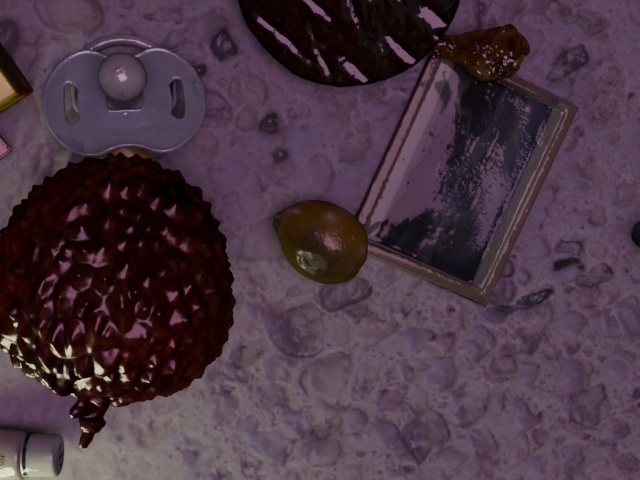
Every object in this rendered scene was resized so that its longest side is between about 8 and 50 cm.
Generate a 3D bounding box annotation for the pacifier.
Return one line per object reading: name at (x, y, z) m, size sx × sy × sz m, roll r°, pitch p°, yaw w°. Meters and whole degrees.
pacifier at (-0.340, -0.269, 1.729) m, size 0.287 × 0.226 × 0.238 m, roll 0°, pitch 80°, yaw -12°

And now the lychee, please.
lychee at (-0.348, 0.099, 1.677) m, size 0.424 × 0.424 × 0.500 m, roll 4°, pitch 86°, yaw -11°

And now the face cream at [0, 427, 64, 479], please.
face cream at (-0.640, 0.397, 1.849) m, size 0.314 × 0.089 × 0.143 m, roll 1°, pitch 98°, yaw 0°

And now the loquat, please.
loquat at (0.000, 0.000, 1.872) m, size 0.195 × 0.152 × 0.152 m, roll 25°, pitch 93°, yaw -10°

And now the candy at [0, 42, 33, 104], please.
candy at (-0.564, -0.282, 1.652) m, size 0.088 × 0.276 × 0.146 m, roll -33°, pitch 101°, yaw -3°

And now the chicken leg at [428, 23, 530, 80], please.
chicken leg at (0.271, -0.363, 1.880) m, size 0.251 × 0.087 × 0.107 m, roll 9°, pitch 79°, yaw -5°

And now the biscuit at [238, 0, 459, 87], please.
biscuit at (0.050, -0.475, 1.776) m, size 0.407 × 0.091 × 0.407 m, roll 2°, pitch 114°, yaw 6°

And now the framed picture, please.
framed picture at (0.278, -0.129, 1.964) m, size 0.326 × 0.028 × 0.446 m, roll 23°, pitch 94°, yaw -13°

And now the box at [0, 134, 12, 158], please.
box at (-0.656, -0.117, 1.781) m, size 0.218 × 0.039 × 0.055 m, roll -38°, pitch 102°, yaw -4°

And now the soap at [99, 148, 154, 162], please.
soap at (-0.335, -0.119, 1.845) m, size 0.089 × 0.033 × 0.168 m, roll -36°, pitch 103°, yaw -6°
